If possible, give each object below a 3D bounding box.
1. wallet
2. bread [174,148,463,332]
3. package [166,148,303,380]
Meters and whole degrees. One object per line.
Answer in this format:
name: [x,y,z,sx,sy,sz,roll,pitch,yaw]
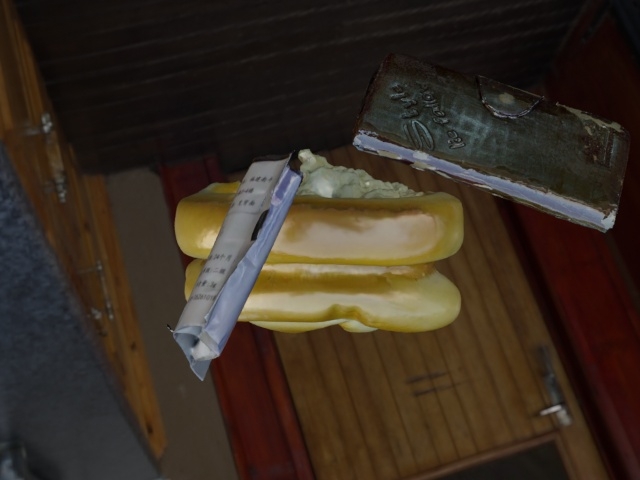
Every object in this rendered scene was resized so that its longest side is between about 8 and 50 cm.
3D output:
wallet: [0.148,-0.092,0.760,0.232,0.121,0.031,18,147,4]
bread: [0.000,0.009,1.330,0.424,0.329,0.245,0,113,0]
package: [-0.094,0.028,0.937,0.062,0.203,0.251,25,156,-1]
